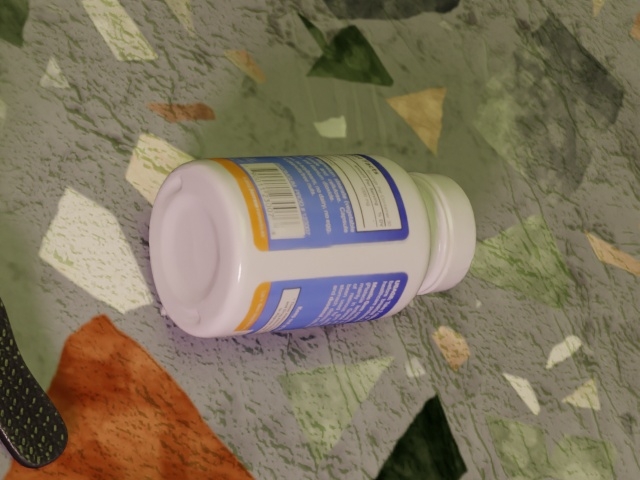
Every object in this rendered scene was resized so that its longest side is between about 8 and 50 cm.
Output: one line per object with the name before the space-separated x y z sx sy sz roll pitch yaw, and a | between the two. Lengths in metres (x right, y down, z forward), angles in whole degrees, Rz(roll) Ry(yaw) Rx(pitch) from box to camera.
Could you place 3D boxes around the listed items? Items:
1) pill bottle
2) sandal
pill bottle | 0.000 0.000 1.322 0.272 0.152 0.152 -4 66 -37
sandal | -0.261 0.099 1.167 0.067 0.040 0.179 -34 100 -36
